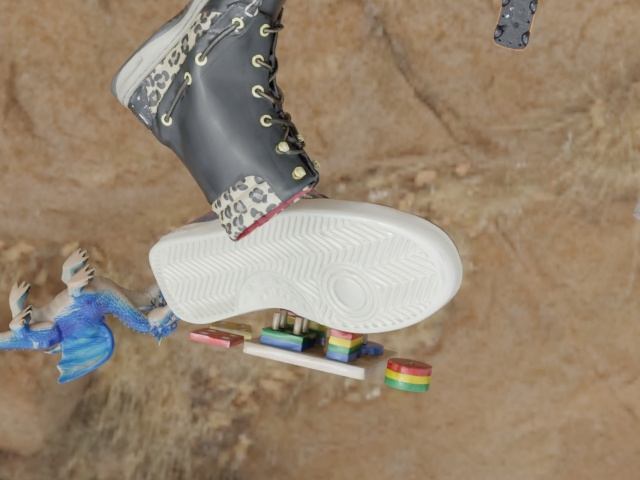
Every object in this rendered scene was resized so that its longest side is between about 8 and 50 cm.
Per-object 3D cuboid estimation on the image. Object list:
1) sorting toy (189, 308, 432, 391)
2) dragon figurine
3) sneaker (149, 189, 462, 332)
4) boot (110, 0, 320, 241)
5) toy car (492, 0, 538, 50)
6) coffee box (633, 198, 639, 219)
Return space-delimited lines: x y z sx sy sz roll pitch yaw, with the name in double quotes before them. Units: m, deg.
"sorting toy" -0.003 0.101 1.295 0.275 0.046 0.132 11 -175 18
"dragon figurine" -0.297 0.108 1.449 0.289 0.085 0.144 -33 124 -7
"sneaker" 0.000 0.000 1.155 0.350 0.148 0.131 1 116 39
"boot" -0.041 -0.127 0.991 0.236 0.085 0.178 -37 84 24
"toy car" 0.224 -0.213 1.167 0.122 0.060 0.040 -4 -178 6
"coffee box" 0.514 -0.032 1.303 0.297 0.119 0.168 24 100 -14
